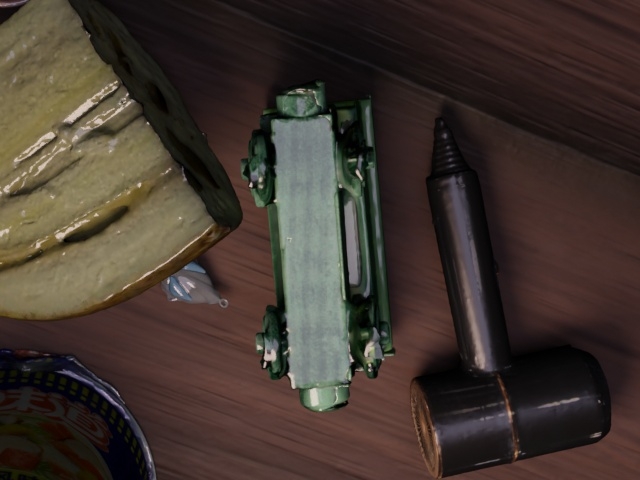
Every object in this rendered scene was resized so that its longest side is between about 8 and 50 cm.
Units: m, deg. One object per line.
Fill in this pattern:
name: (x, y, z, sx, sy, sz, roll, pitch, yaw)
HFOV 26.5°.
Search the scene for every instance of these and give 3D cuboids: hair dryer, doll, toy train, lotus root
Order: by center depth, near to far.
lotus root: (-0.236, -0.043, 1.235, 0.260, 0.149, 0.267, -37, 79, 14)
toy train: (0.000, 0.000, 1.263, 0.120, 0.202, 0.300, -5, 98, 6)
doll: (-0.140, 0.034, 1.333, 0.114, 0.039, 0.057, 27, 52, -2)
hair dryer: (0.171, 0.047, 1.348, 0.189, 0.107, 0.352, -11, 94, -8)

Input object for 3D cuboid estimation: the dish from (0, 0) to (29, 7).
dish: (-0.265, -0.314, 1.239, 0.213, 0.090, 0.213, -1, 96, -7)

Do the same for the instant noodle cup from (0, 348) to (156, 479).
instant noodle cup: (-0.282, 0.268, 1.211, 0.284, 0.312, 0.284, -1, 98, -7)
